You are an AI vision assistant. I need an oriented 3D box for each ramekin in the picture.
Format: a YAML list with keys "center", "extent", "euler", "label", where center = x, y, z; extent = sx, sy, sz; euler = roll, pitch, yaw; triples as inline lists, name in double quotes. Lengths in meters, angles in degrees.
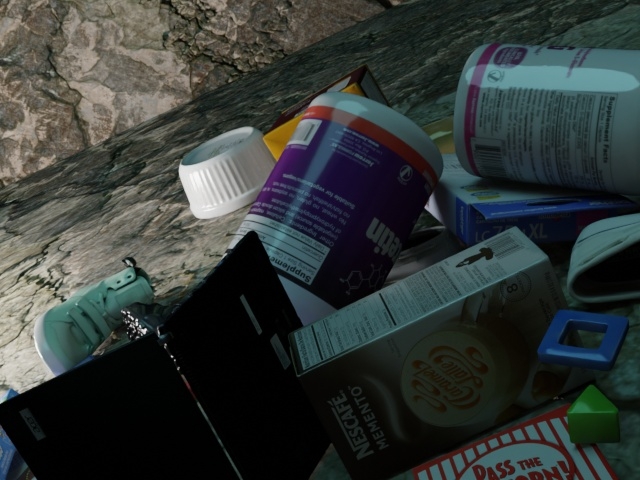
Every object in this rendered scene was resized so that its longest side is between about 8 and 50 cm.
- center: [-0.181, -0.141, 1.929]
  extent: [0.207, 0.109, 0.207]
  euler: [-22, 20, 8]
  label: "ramekin"

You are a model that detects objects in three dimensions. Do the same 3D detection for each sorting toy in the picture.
- center: [0.346, 0.107, 0.755]
  extent: [0.347, 0.047, 0.196]
  euler: [-4, 31, 19]
  label: "sorting toy"

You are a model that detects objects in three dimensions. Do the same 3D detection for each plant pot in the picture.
- center: [0.191, -0.147, 1.616]
  extent: [0.236, 0.032, 0.236]
  euler: [-23, 21, 9]
  label: "plant pot"

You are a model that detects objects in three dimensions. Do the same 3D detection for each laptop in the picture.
- center: [-0.123, 0.162, 0.923]
  extent: [0.136, 0.234, 0.264]
  euler: [-10, 26, 35]
  label: "laptop"

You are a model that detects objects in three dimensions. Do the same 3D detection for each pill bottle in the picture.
- center: [0.000, 0.000, 1.143]
  extent: [0.181, 0.181, 0.323]
  euler: [11, 70, 59]
  label: "pill bottle"
- center: [0.308, -0.136, 1.100]
  extent: [0.283, 0.160, 0.160]
  euler: [10, 36, 29]
  label: "pill bottle"

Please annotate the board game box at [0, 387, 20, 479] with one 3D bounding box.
- center: [-0.436, 0.291, 1.192]
  extent: [0.160, 0.039, 0.211]
  euler: [-43, 20, 8]
  label: "board game box"

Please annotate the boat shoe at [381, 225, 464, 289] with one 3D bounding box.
- center: [0.081, 0.021, 1.255]
  extent: [0.227, 0.081, 0.079]
  euler: [-10, 25, 36]
  label: "boat shoe"

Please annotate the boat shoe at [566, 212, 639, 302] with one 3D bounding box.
- center: [0.363, 0.006, 0.945]
  extent: [0.267, 0.096, 0.088]
  euler: [-12, 28, 35]
  label: "boat shoe"

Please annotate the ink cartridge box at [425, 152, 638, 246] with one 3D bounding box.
- center: [0.234, -0.053, 1.202]
  extent: [0.185, 0.065, 0.311]
  euler: [-4, 15, -10]
  label: "ink cartridge box"

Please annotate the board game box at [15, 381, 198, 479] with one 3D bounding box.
- center: [-0.267, 0.258, 1.083]
  extent: [0.145, 0.027, 0.281]
  euler: [1, 39, 40]
  label: "board game box"

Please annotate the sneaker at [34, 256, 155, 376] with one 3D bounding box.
- center: [-0.339, 0.110, 1.502]
  extent: [0.151, 0.094, 0.256]
  euler: [-27, 17, 13]
  label: "sneaker"

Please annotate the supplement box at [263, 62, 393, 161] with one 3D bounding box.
- center: [0.024, -0.199, 1.748]
  extent: [0.191, 0.129, 0.194]
  euler: [-28, 14, 18]
  label: "supplement box"

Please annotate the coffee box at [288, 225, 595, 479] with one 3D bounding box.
- center: [0.111, 0.109, 0.918]
  extent: [0.246, 0.141, 0.098]
  euler: [-26, 20, 1]
  label: "coffee box"

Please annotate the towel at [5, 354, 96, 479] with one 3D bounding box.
- center: [-0.332, 0.240, 1.273]
  extent: [0.209, 0.034, 0.285]
  euler: [-36, 20, -21]
  label: "towel"

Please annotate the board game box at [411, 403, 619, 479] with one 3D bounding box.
- center: [0.158, 0.214, 0.736]
  extent: [0.146, 0.045, 0.193]
  euler: [-24, 20, 3]
  label: "board game box"

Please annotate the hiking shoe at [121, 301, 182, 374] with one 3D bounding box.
- center: [-0.191, 0.125, 1.349]
  extent: [0.114, 0.086, 0.227]
  euler: [-22, 21, -32]
  label: "hiking shoe"
